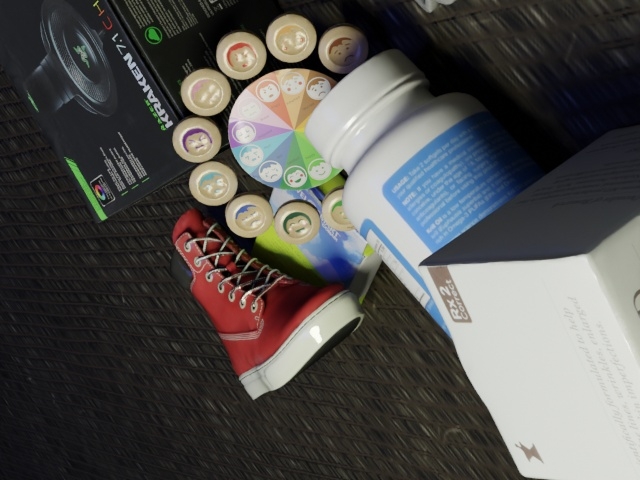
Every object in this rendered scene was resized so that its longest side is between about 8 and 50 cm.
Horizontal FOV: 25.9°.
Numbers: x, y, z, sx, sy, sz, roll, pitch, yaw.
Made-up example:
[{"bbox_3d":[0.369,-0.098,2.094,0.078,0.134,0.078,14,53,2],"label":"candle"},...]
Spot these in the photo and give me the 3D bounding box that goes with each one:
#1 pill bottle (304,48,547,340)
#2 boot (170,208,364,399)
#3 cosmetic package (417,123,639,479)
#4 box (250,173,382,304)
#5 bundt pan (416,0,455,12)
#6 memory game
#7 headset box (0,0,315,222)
[{"bbox_3d":[0.093,-0.022,0.954,0.221,0.124,0.124,50,151,12],"label":"pill bottle"},{"bbox_3d":[-0.061,0.038,1.206,0.176,0.088,0.244,56,157,1],"label":"boot"},{"bbox_3d":[0.189,0.031,0.799,0.151,0.183,0.151,-7,114,59],"label":"cosmetic package"},{"bbox_3d":[0.000,0.000,1.202,0.109,0.042,0.178,48,151,15],"label":"box"},{"bbox_3d":[0.024,-0.288,0.708,0.331,0.124,0.331,56,177,4],"label":"bundt pan"},{"bbox_3d":[-0.018,-0.080,1.036,0.012,0.186,0.186,-97,-9,-63],"label":"memory game"},{"bbox_3d":[-0.165,-0.169,1.189,0.246,0.131,0.283,60,152,-6],"label":"headset box"}]
